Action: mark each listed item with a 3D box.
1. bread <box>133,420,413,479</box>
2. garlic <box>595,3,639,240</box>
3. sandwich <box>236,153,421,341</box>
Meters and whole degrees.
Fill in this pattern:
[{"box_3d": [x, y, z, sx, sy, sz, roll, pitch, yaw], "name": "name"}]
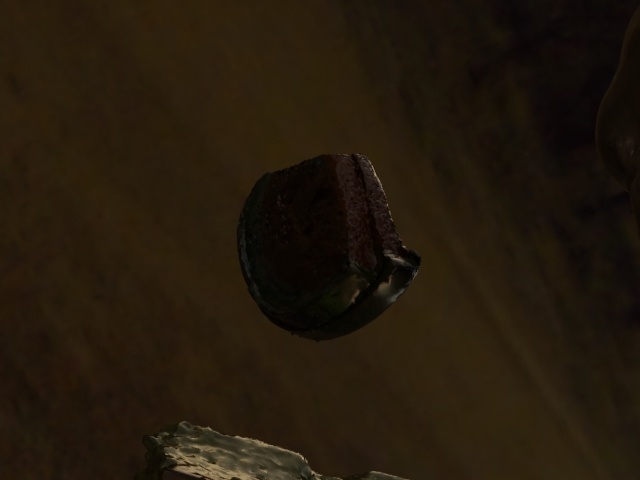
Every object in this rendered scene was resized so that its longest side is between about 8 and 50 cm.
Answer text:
[{"box_3d": [-0.007, 0.099, 0.465, 0.049, 0.226, 0.088, -87, -166, -70], "name": "bread"}, {"box_3d": [0.238, -0.079, 0.889, 0.152, 0.228, 0.228, 10, 47, -26], "name": "garlic"}, {"box_3d": [-0.003, 0.001, 0.693, 0.026, 0.069, 0.101, 26, 25, -33], "name": "sandwich"}]
